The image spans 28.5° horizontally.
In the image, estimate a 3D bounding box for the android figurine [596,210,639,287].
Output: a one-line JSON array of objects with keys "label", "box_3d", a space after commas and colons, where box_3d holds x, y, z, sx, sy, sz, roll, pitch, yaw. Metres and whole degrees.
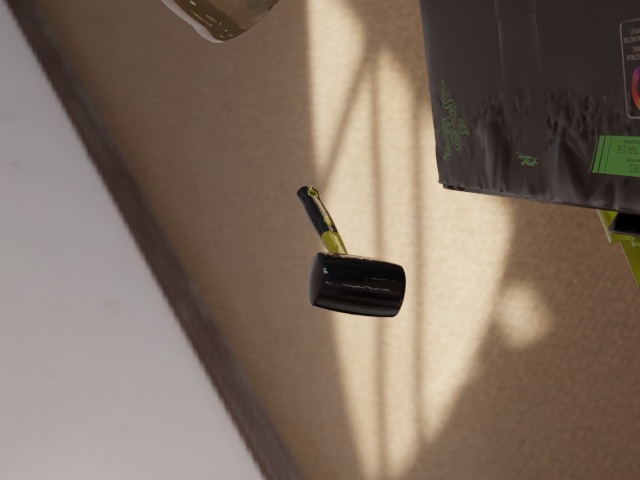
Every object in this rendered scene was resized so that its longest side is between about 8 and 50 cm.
[{"label": "android figurine", "box_3d": [0.240, -0.071, 0.851, 0.056, 0.248, 0.273, -24, 83, 42]}]

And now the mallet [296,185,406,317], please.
[{"label": "mallet", "box_3d": [0.000, 0.000, 0.886, 0.190, 0.062, 0.039, -128, 49, -59]}]

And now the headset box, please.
[{"label": "headset box", "box_3d": [0.133, -0.143, 0.520, 0.246, 0.131, 0.283, -158, 59, -74]}]

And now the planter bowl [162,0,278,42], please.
[{"label": "planter bowl", "box_3d": [-0.076, -0.231, 0.852, 0.162, 0.109, 0.162, -38, 36, 35]}]
